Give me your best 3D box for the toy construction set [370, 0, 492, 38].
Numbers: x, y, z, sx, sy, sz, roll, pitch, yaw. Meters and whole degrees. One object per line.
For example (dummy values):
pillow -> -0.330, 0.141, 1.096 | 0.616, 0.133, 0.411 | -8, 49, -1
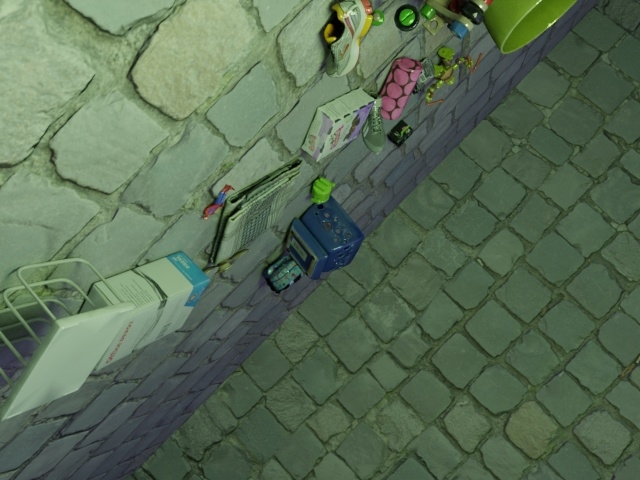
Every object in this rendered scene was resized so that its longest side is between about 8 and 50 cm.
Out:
toy construction set -> 0.283, -0.626, 1.377 | 0.237, 0.257, 0.309 | -64, 171, -74

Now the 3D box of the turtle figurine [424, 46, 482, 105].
turtle figurine -> 0.457, -0.616, 2.099 | 0.269, 0.087, 0.217 | -39, 161, 13

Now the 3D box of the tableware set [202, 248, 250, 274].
tableware set -> -0.308, 0.074, 1.859 | 0.141, 0.020, 0.168 | -16, -165, 40

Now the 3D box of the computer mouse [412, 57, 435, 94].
computer mouse -> 0.327, -0.550, 1.925 | 0.042, 0.106, 0.193 | -16, -165, 36

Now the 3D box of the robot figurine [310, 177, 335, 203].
robot figurine -> 0.003, -0.177, 2.075 | 0.101, 0.067, 0.115 | -53, 171, -22

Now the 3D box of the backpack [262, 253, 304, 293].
backpack -> -0.140, 0.130, 2.362 | 0.158, 0.117, 0.173 | -39, -176, -18

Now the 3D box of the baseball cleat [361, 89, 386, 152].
baseball cleat -> 0.160, -0.369, 1.783 | 0.072, 0.206, 0.109 | -5, 149, -7

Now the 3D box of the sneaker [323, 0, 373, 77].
sneaker -> 0.041, -0.463, 1.336 | 0.092, 0.088, 0.225 | -17, 156, -21

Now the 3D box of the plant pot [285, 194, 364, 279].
plant pot -> 0.000, 0.000, 2.271 | 0.212, 0.236, 0.236 | -31, 162, -26

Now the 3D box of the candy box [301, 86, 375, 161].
candy box -> 0.052, -0.342, 1.717 | 0.196, 0.070, 0.165 | -36, 164, -37

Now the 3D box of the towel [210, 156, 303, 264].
towel -> -0.191, -0.083, 1.793 | 0.312, 0.056, 0.324 | -36, 163, -35

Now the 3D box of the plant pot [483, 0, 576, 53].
plant pot -> 0.478, -0.679, 1.474 | 0.275, 0.293, 0.275 | -35, 170, -7

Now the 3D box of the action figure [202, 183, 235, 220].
action figure -> -0.274, -0.098, 1.554 | 0.115, 0.030, 0.038 | -46, 172, 10

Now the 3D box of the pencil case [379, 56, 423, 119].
pencil case -> 0.240, -0.479, 1.840 | 0.095, 0.098, 0.209 | -55, 174, -43

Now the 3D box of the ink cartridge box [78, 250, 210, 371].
ink cartridge box -> -0.475, 0.179, 1.547 | 0.223, 0.129, 0.307 | -53, 165, 31

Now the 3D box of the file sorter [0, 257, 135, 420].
file sorter -> -0.565, 0.191, 1.208 | 0.278, 0.173, 0.193 | -51, 165, 21

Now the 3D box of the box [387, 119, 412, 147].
box -> 0.314, -0.421, 2.303 | 0.083, 0.062, 0.052 | -45, 166, -2
